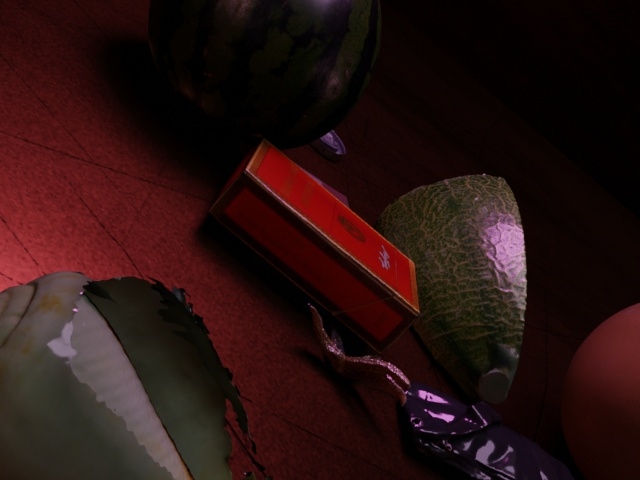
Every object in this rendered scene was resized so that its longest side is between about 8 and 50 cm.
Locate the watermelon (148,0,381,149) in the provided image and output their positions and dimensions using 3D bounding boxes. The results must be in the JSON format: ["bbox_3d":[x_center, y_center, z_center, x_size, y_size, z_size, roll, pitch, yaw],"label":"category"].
[{"bbox_3d":[-0.067,-0.257,1.057,0.285,0.285,0.285,37,24,-19],"label":"watermelon"}]

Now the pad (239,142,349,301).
[{"bbox_3d":[-0.016,-0.019,1.076,0.202,0.005,0.300,32,26,-28],"label":"pad"}]

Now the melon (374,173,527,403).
[{"bbox_3d":[0.187,0.052,1.127,0.323,0.196,0.124,-98,165,-50],"label":"melon"}]

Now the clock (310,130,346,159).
[{"bbox_3d":[0.002,-0.156,1.327,0.085,0.017,0.085,36,24,-19],"label":"clock"}]

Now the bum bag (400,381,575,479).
[{"bbox_3d":[0.190,0.232,0.931,0.248,0.060,0.123,38,24,-15],"label":"bum bag"}]

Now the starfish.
[{"bbox_3d":[0.021,0.111,0.878,0.130,0.041,0.133,39,-4,-26],"label":"starfish"}]

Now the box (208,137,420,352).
[{"bbox_3d":[-0.001,0.001,0.960,0.239,0.074,0.153,39,13,-10],"label":"box"}]

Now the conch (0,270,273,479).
[{"bbox_3d":[-0.111,0.106,0.528,0.250,0.137,0.143,29,26,-33],"label":"conch"}]

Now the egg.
[{"bbox_3d":[0.460,0.218,1.094,0.374,0.301,0.301,27,27,-58],"label":"egg"}]
